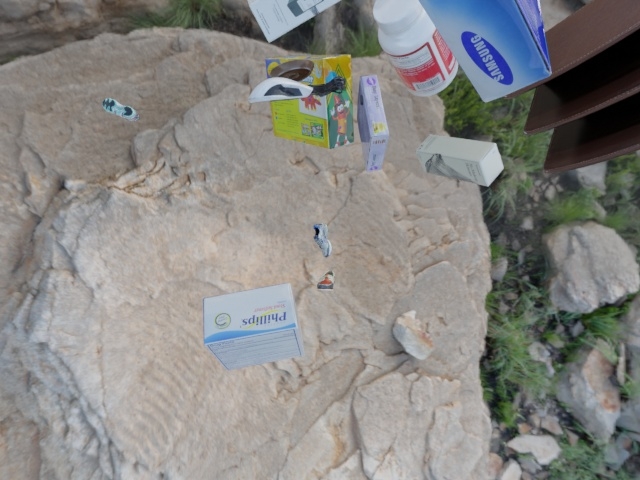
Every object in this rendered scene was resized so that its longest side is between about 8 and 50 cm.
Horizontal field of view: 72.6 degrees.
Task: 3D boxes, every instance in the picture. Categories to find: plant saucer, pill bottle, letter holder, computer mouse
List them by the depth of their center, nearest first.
[{"bbox_3d":[0.450,-0.254,0.679,0.151,0.301,0.215,30,71,-17],"label":"letter holder"},{"bbox_3d":[-0.053,-0.297,0.849,0.192,0.106,0.042,-17,111,-33],"label":"computer mouse"},{"bbox_3d":[-0.101,-0.613,1.596,0.168,0.168,0.029,-15,92,-19],"label":"plant saucer"},{"bbox_3d":[0.357,-0.750,1.641,0.407,0.228,0.229,31,66,-54],"label":"pill bottle"}]

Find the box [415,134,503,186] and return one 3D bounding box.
[{"bbox_3d":[0.461,-0.274,1.466,0.094,0.275,0.113,-47,126,-12],"label":"box"}]

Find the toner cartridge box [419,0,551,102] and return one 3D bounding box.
[{"bbox_3d":[0.111,-0.310,0.403,0.347,0.075,0.165,36,52,-37],"label":"toner cartridge box"}]

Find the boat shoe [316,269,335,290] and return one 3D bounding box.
[{"bbox_3d":[0.019,0.116,1.247,0.049,0.137,0.043,7,96,10],"label":"boat shoe"}]

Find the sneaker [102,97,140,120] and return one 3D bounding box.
[{"bbox_3d":[-0.541,-0.350,1.192,0.098,0.069,0.038,26,87,5],"label":"sneaker"}]

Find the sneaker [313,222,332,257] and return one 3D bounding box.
[{"bbox_3d":[0.000,0.000,1.641,0.058,0.052,0.136,-2,73,-39],"label":"sneaker"}]

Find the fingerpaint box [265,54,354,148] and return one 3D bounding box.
[{"bbox_3d":[-0.051,-0.646,1.992,0.163,0.444,0.372,-22,120,-32],"label":"fingerpaint box"}]

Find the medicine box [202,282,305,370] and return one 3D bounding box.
[{"bbox_3d":[-0.196,0.273,1.345,0.263,0.289,0.149,-10,59,-3],"label":"medicine box"}]

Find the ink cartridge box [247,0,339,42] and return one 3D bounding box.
[{"bbox_3d":[-0.073,-0.760,1.328,0.288,0.211,0.122,-27,132,8],"label":"ink cartridge box"}]

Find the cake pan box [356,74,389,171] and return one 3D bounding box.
[{"bbox_3d":[0.182,-0.412,1.574,0.070,0.267,0.246,-6,71,0],"label":"cake pan box"}]
